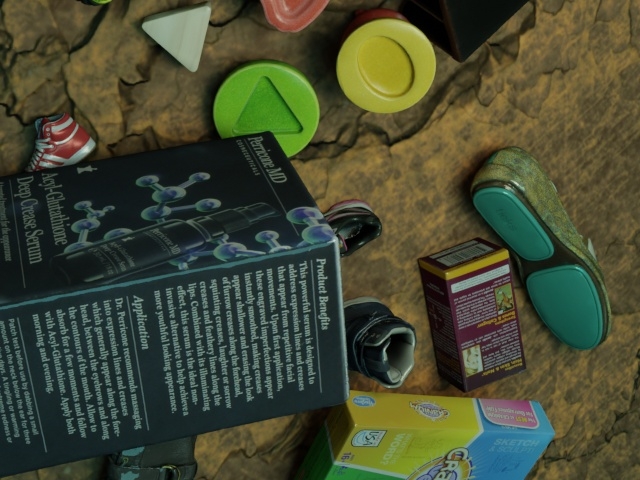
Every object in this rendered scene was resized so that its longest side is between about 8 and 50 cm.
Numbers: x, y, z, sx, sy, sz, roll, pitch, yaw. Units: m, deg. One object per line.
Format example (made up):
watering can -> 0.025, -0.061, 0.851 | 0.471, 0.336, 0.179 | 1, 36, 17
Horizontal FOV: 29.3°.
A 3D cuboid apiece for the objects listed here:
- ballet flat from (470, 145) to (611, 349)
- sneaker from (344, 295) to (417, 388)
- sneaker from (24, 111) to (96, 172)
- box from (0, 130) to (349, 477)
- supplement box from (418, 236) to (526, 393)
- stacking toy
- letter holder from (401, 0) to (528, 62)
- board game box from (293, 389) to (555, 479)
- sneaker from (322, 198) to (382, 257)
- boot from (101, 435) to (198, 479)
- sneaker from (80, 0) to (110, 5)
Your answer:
ballet flat -> 0.328, 0.006, 1.734 | 0.123, 0.123, 0.348 | -42, 119, -8
sneaker -> 0.016, 0.149, 1.596 | 0.226, 0.163, 0.086 | -22, 114, -16
sneaker -> -0.328, -0.100, 1.434 | 0.118, 0.042, 0.067 | -43, 119, -14
box -> -0.198, 0.057, 1.349 | 0.396, 0.293, 0.212 | -11, 120, -13
supplement box -> 0.213, 0.104, 1.717 | 0.104, 0.081, 0.188 | -19, 111, -19
stacking toy -> -0.041, -0.265, 1.512 | 0.280, 0.130, 0.309 | -31, 115, 15
letter holder -> 0.197, -0.414, 1.542 | 0.302, 0.214, 0.152 | -43, 149, -9
board game box -> 0.132, 0.317, 1.696 | 0.317, 0.064, 0.242 | 6, 128, -26
sneaker -> 0.000, 0.000, 1.592 | 0.178, 0.077, 0.072 | -30, 113, -13
boot -> -0.247, 0.252, 1.544 | 0.263, 0.091, 0.229 | 13, 98, -29
sneaker -> -0.278, -0.443, 1.272 | 0.147, 0.145, 0.384 | -37, 117, -29
